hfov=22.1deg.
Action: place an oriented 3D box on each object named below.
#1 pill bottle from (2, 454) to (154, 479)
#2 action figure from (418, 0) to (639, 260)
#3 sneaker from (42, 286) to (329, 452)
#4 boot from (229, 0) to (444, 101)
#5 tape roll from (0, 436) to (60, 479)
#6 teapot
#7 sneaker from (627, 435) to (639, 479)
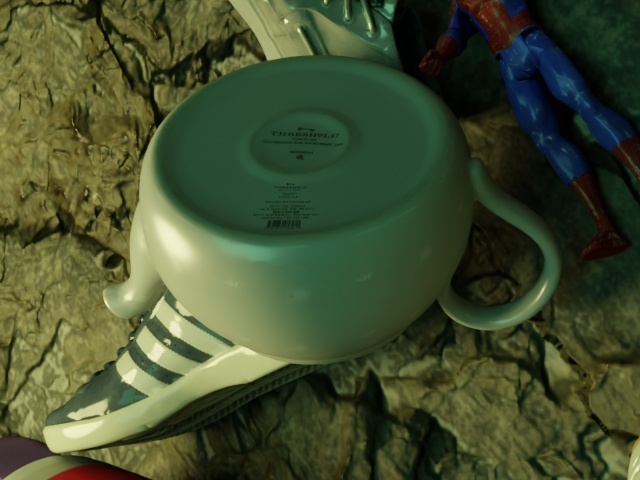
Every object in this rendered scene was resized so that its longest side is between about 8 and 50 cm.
[{"bbox_3d":[-0.102,0.326,1.315,0.407,0.229,0.229,12,100,41],"label":"pill bottle"},{"bbox_3d":[0.133,-0.124,1.157,0.091,0.139,0.280,-41,64,33],"label":"action figure"},{"bbox_3d":[-0.108,0.072,1.383,0.350,0.131,0.148,-27,77,28],"label":"sneaker"},{"bbox_3d":[0.009,-0.185,1.241,0.123,0.095,0.258,-8,124,34],"label":"boot"},{"bbox_3d":[-0.322,0.334,1.602,0.274,0.090,0.275,3,95,40],"label":"tape roll"},{"bbox_3d":[0.000,0.000,1.178,0.256,0.252,0.187,37,148,39],"label":"teapot"},{"bbox_3d":[0.312,0.125,0.987,0.112,0.131,0.296,44,121,-9],"label":"sneaker"}]
